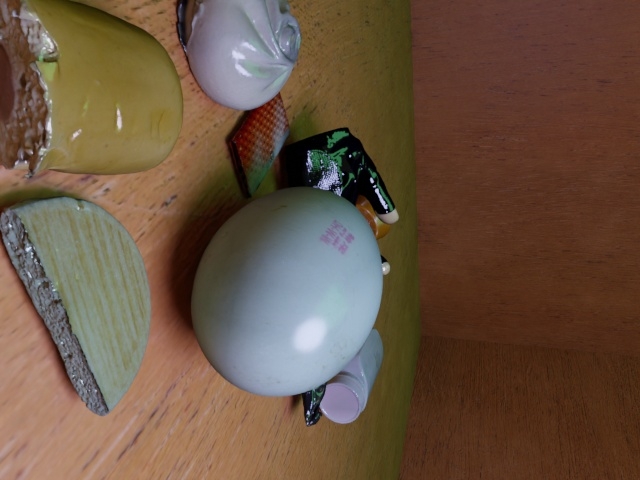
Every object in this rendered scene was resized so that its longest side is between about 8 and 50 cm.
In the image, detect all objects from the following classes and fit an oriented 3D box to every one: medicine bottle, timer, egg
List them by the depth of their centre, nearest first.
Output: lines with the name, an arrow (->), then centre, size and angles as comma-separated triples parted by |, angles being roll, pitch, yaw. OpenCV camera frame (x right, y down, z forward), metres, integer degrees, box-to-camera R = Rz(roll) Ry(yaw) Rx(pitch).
egg -> -0.032, 0.045, 0.604 | 0.371, 0.230, 0.230 | -65, 151, -64
timer -> 0.089, -0.034, 1.174 | 0.152, 0.132, 0.132 | -35, 128, -40
medicine bottle -> 0.088, 0.348, 1.187 | 0.296, 0.111, 0.161 | -40, 128, -68

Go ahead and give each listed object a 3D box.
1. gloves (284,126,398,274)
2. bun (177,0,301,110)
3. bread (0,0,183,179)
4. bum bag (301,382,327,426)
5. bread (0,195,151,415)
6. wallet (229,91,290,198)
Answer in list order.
gloves -> 0.051, -0.066, 0.853 | 0.197, 0.152, 0.301 | -27, 88, -25
bun -> -0.087, -0.255, 0.577 | 0.173, 0.119, 0.173 | 4, 90, -73
bread -> -0.179, -0.118, 0.362 | 0.173, 0.085, 0.134 | -33, 123, -68
bum bag -> -0.018, 0.238, 0.913 | 0.102, 0.069, 0.248 | 132, -42, -82
bread -> -0.199, 0.043, 0.402 | 0.112, 0.036, 0.193 | -63, 146, -61
wallet -> -0.092, -0.167, 0.723 | 0.196, 0.020, 0.103 | -70, 155, -43
